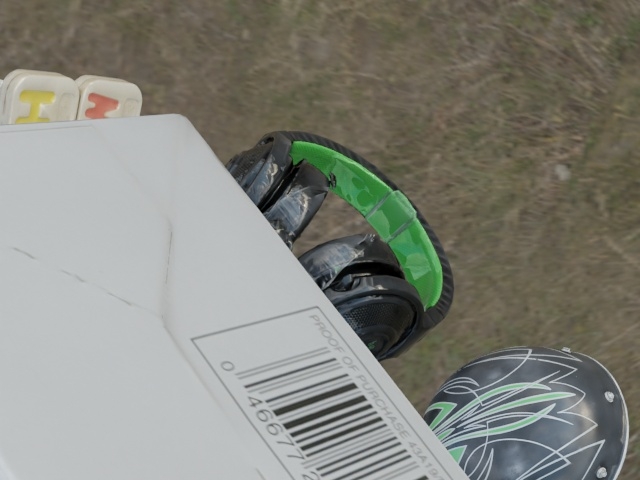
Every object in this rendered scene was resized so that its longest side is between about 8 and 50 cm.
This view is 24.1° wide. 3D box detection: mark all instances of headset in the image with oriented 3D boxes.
[{"bbox_3d":[0.000,0.000,1.362,0.243,0.394,0.185,50,122,10],"label":"headset"}]

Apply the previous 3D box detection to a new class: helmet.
[{"bbox_3d":[0.162,0.162,1.193,0.170,0.161,0.169,-7,61,13],"label":"helmet"}]

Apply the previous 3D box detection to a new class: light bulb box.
[{"bbox_3d":[-0.125,0.196,0.639,0.358,0.225,0.361,52,122,19],"label":"light bulb box"}]

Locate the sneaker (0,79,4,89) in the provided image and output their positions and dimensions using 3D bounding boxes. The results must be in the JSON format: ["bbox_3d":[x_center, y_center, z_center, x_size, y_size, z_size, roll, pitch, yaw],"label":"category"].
[{"bbox_3d":[-0.361,-0.134,1.367,0.083,0.215,0.084,1,67,66],"label":"sneaker"}]

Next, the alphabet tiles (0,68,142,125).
[{"bbox_3d":[-0.223,0.004,1.225,0.021,0.278,0.284,20,102,36],"label":"alphabet tiles"}]
